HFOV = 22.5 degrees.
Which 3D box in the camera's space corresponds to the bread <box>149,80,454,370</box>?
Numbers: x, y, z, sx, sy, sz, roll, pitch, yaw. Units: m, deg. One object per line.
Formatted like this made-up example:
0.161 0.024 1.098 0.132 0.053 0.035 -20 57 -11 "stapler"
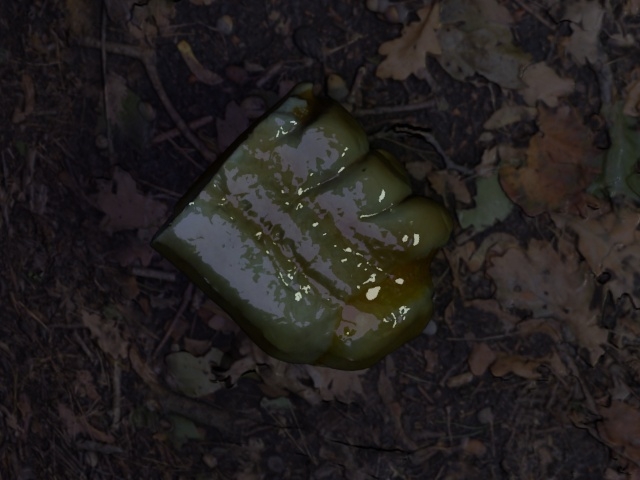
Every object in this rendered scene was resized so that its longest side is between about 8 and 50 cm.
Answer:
0.000 0.000 2.049 0.341 0.210 0.300 40 97 0 "bread"
